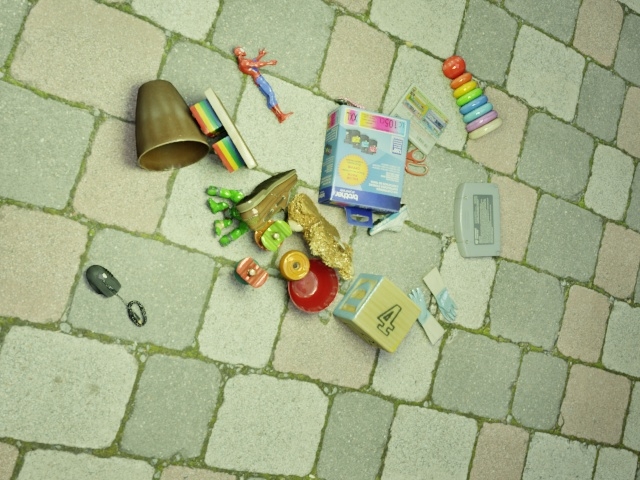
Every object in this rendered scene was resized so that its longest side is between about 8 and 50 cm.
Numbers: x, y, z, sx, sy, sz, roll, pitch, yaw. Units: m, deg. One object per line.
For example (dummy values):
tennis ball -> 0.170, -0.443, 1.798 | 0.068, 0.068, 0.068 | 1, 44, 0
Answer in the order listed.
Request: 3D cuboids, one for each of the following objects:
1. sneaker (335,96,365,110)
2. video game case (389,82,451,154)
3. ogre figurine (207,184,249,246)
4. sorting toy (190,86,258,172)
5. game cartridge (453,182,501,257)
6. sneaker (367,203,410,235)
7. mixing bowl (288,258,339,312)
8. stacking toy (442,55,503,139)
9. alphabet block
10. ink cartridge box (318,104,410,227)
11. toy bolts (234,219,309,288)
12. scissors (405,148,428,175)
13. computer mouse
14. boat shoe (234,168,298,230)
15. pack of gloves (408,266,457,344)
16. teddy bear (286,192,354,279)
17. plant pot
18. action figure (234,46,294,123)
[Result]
sneaker -> 0.104, -0.480, 1.832 | 0.119, 0.047, 0.057 | 20, 93, -18
video game case -> 0.381, -0.467, 1.937 | 0.212, 0.023, 0.193 | 39, 72, -14
ogre figurine -> -0.293, -0.091, 1.647 | 0.118, 0.097, 0.197 | -14, 79, -3
sorting toy -> -0.298, -0.323, 1.570 | 0.089, 0.257, 0.255 | -30, 100, -1
game cartridge -> 0.628, -0.083, 2.018 | 0.198, 0.062, 0.297 | -1, 89, -17
sneaker -> 0.261, -0.058, 1.869 | 0.190, 0.071, 0.083 | -32, 106, -18
mixing bowl -> -0.039, 0.151, 1.732 | 0.181, 0.098, 0.182 | 0, 90, -22
stacking toy -> 0.579, -0.568, 1.972 | 0.141, 0.141, 0.330 | -31, 96, -19
alphabet block -> 0.196, 0.251, 1.773 | 0.197, 0.192, 0.193 | 42, 77, -16
ink cartridge box -> 0.150, -0.245, 1.781 | 0.270, 0.151, 0.396 | 8, 88, -17
toy bolts -> -0.174, 0.069, 1.651 | 0.228, 0.158, 0.218 | -44, 105, -16
scissors -> 0.281, -0.313, 1.905 | 0.297, 0.021, 0.109 | 6, 87, -21
computer mouse -> -0.619, 0.170, 1.540 | 0.071, 0.041, 0.242 | -46, 105, -17
boat shoe -> -0.163, -0.135, 1.650 | 0.307, 0.110, 0.104 | -45, 116, -45
pack of gloves -> 0.427, 0.250, 1.950 | 0.195, 0.046, 0.232 | -38, 105, -29
teddy bear -> 0.000, 0.000, 1.681 | 0.113, 0.245, 0.338 | -34, 127, 17
plant pot -> -0.472, -0.361, 1.535 | 0.215, 0.215, 0.230 | -14, 80, -21
action figure -> -0.171, -0.551, 1.701 | 0.139, 0.091, 0.280 | -43, 104, -10
